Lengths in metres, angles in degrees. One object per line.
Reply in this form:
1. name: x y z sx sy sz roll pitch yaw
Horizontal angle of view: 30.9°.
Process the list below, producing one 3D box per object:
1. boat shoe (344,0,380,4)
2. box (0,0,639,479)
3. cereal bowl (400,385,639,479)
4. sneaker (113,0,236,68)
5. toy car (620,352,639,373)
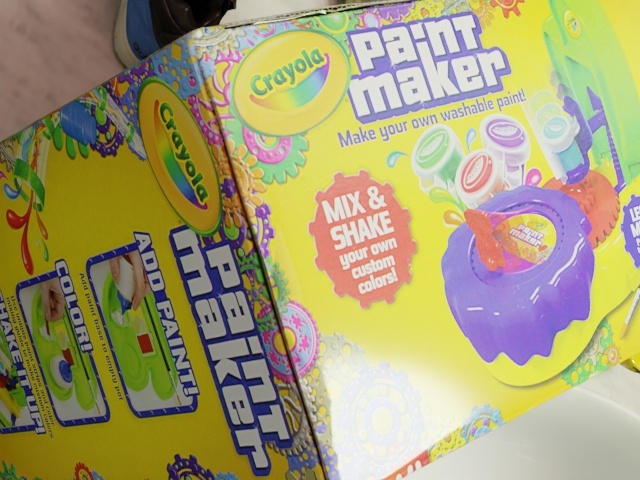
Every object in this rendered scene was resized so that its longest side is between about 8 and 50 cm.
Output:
1. boat shoe: 0.091 -0.081 0.792 0.104 0.089 0.285 -9 85 -39
2. box: 0.000 0.000 0.579 0.290 0.279 0.177 -18 91 -39
3. cereal bowl: 0.093 0.248 0.651 0.339 0.141 0.339 7 60 -12
4. sneaker: -0.083 -0.179 0.678 0.058 0.084 0.152 12 72 -36
5. toy car: 0.230 -0.039 0.920 0.225 0.053 0.239 48 54 -20
